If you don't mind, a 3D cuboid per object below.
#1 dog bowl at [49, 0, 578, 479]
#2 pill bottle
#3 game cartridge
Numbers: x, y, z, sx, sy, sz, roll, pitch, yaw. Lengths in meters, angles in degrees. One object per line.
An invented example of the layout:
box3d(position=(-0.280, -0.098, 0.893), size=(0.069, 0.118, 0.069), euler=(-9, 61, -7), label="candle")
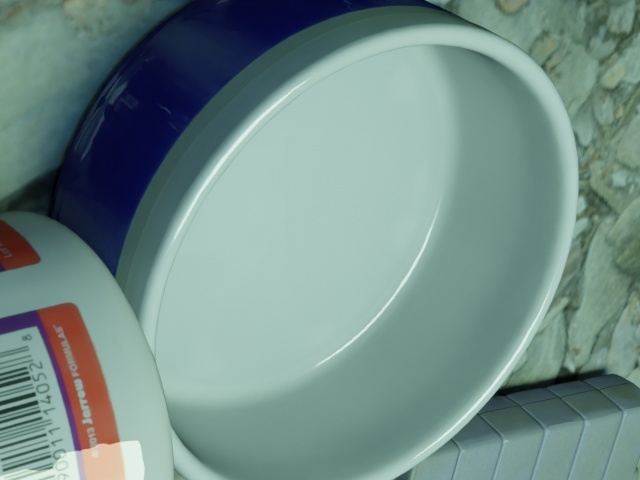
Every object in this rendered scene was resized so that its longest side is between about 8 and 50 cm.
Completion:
box3d(position=(0.000, 0.000, 0.755), size=(0.264, 0.104, 0.265), euler=(-20, 126, -29), label="dog bowl")
box3d(position=(-0.231, 0.103, 0.577), size=(0.323, 0.181, 0.182), euler=(-14, 124, -32), label="pill bottle")
box3d(position=(0.099, 0.265, 1.034), size=(0.230, 0.068, 0.355), euler=(-8, 121, -40), label="game cartridge")
